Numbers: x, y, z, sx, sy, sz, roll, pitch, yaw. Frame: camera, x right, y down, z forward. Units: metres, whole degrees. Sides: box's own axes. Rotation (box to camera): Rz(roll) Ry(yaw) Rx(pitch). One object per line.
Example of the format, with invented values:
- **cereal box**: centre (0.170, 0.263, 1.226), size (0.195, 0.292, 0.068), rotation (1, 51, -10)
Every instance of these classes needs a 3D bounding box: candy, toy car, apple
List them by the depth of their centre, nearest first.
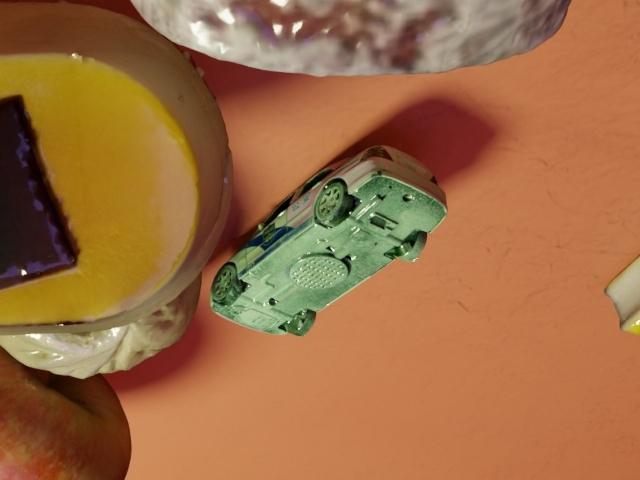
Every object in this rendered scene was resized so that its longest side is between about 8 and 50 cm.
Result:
- **candy**: centre (0.018, -0.188, 0.724), size (0.290, 0.214, 0.157), rotation (-2, 138, -13)
- **toy car**: centre (0.000, 0.000, 1.026), size (0.090, 0.076, 0.224), rotation (24, 135, -33)
- **apple**: centre (-0.267, 0.167, 1.064), size (0.164, 0.209, 0.209), rotation (-45, 129, 10)

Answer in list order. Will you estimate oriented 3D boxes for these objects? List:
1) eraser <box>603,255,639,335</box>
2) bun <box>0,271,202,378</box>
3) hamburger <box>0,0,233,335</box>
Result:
- **eraser**: centre (0.389, 0.018, 1.124), size (0.158, 0.069, 0.226), rotation (20, 130, -25)
- **bun**: centre (-0.179, 0.025, 0.982), size (0.179, 0.127, 0.193), rotation (0, 134, -9)
- **hamburger**: centre (-0.206, -0.044, 0.843), size (0.295, 0.151, 0.227), rotation (-1, 103, -2)
